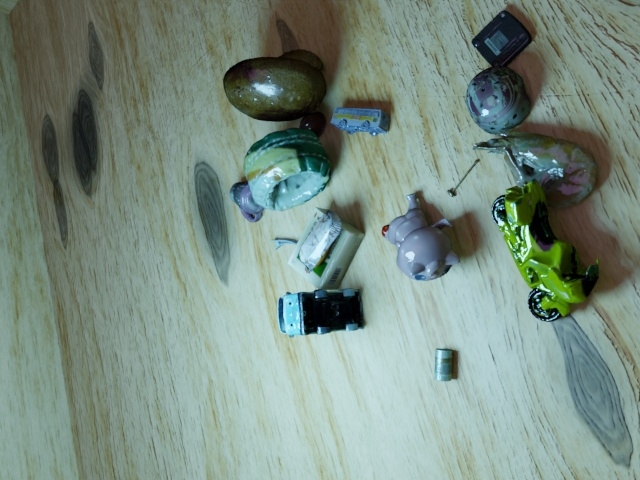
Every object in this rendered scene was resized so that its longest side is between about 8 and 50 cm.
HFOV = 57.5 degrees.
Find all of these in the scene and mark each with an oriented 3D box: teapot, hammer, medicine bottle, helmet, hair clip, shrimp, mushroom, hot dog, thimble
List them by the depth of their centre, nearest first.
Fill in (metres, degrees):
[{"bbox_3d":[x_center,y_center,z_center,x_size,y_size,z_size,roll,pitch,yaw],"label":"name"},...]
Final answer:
[{"bbox_3d":[0.527,-0.184,1.465,0.317,0.077,0.168,22,103,34],"label":"shrimp"},{"bbox_3d":[0.444,-0.367,1.509,0.153,0.107,0.177,-31,79,36],"label":"helmet"},{"bbox_3d":[0.337,0.340,1.600,0.047,0.047,0.083,1,88,39],"label":"medicine bottle"},{"bbox_3d":[0.394,-0.172,1.608,0.029,0.014,0.123,45,111,22],"label":"hammer"},{"bbox_3d":[0.000,0.000,1.762,0.191,0.059,0.108,-57,42,25],"label":"hot dog"},{"bbox_3d":[-0.146,-0.484,1.857,0.345,0.345,0.239,-30,71,33],"label":"mushroom"},{"bbox_3d":[-0.108,-0.220,1.861,0.288,0.254,0.167,-53,51,55],"label":"thimble"},{"bbox_3d":[-0.039,-0.380,1.935,0.111,0.057,0.089,-43,65,28],"label":"helmet"},{"bbox_3d":[-0.118,0.013,1.995,0.115,0.030,0.039,1,107,41],"label":"hair clip"},{"bbox_3d":[-0.251,-0.150,2.076,0.116,0.148,0.146,-49,38,-17],"label":"teapot"}]

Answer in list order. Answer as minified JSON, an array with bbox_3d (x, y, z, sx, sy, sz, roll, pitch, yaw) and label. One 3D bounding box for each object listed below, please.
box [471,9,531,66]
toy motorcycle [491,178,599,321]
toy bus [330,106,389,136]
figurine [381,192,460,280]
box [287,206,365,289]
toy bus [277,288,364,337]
[{"bbox_3d":[0.480,-0.532,1.551,0.125,0.027,0.126,-45,62,27],"label":"box"},{"bbox_3d":[0.536,0.024,1.389,0.206,0.142,0.342,-25,86,40],"label":"toy motorcycle"},{"bbox_3d":[0.123,-0.370,1.806,0.190,0.064,0.075,12,82,38],"label":"toy bus"},{"bbox_3d":[0.277,0.006,1.627,0.176,0.186,0.287,-26,42,-5],"label":"figurine"},{"bbox_3d":[0.015,0.026,1.847,0.168,0.095,0.212,38,110,36],"label":"box"},{"bbox_3d":[-0.010,0.215,1.744,0.165,0.271,0.133,-10,81,41],"label":"toy bus"}]
